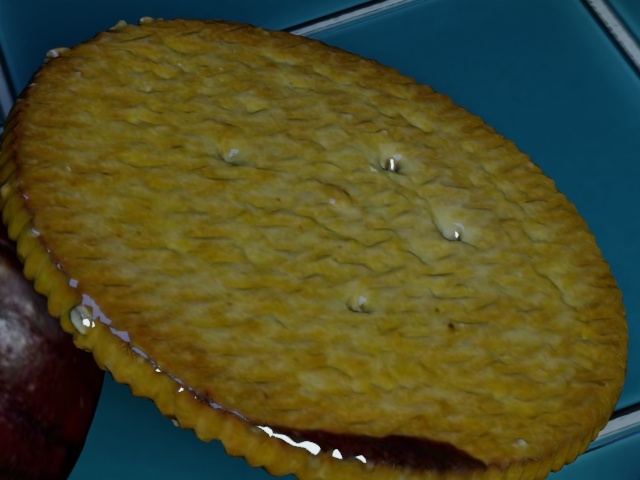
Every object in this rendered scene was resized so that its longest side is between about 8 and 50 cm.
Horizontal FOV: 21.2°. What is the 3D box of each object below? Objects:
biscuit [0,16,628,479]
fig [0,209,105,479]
[{"bbox_3d":[0.000,0.000,0.764,0.305,0.038,0.305,17,36,-13],"label":"biscuit"},{"bbox_3d":[-0.199,0.027,0.714,0.186,0.249,0.203,-17,48,6],"label":"fig"}]
